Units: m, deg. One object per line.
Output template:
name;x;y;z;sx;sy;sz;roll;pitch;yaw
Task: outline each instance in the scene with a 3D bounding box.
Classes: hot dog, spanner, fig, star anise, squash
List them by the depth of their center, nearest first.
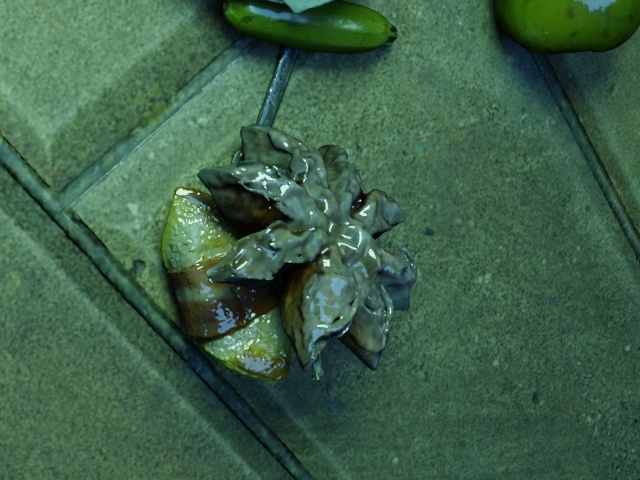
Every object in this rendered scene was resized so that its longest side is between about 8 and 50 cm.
star anise;0.001;-0.001;1.030;0.331;0.117;0.332;27;50;-37
squash;0.000;-0.261;1.063;0.252;0.066;0.066;0;100;-32
hot dog;-0.117;0.058;1.065;0.123;0.093;0.262;-19;92;-29
spanner;-0.052;-0.196;1.095;0.054;0.015;0.255;19;90;-33
fig;0.330;-0.362;1.174;0.202;0.203;0.225;-16;115;-26

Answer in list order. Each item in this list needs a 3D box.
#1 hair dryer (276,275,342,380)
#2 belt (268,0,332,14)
hair dryer;0.007;0.118;1.112;0.067;0.199;0.167;-27;141;12
belt;-0.041;-0.368;0.942;0.257;0.150;0.207;14;130;-9
